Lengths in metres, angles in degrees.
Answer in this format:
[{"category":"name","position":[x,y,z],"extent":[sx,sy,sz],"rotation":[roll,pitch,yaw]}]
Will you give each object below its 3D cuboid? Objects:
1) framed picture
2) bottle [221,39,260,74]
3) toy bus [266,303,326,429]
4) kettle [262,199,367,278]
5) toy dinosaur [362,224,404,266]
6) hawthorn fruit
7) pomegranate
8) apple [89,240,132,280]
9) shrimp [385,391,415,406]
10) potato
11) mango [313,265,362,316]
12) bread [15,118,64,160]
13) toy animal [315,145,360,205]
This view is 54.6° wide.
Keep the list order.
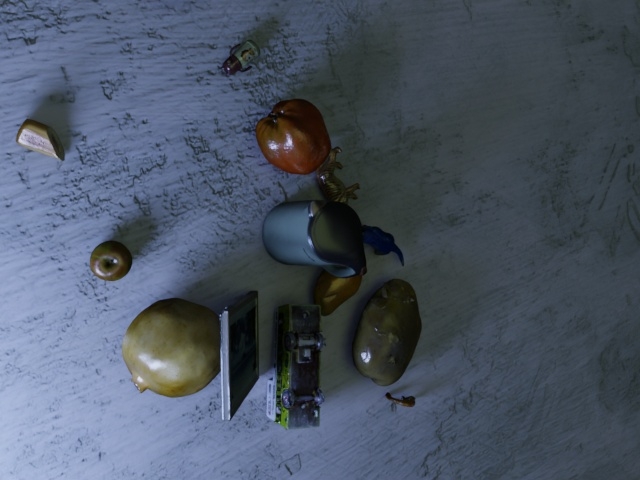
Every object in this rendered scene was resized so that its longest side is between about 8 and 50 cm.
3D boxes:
[{"category":"framed picture","position":[-0.180,0.247,1.417],"extent":[0.024,0.315,0.232],"rotation":[0,94,6]},{"category":"bottle","position":[-0.193,-0.437,1.498],"extent":[0.101,0.047,0.063],"rotation":[-45,103,-18]},{"category":"toy bus","position":[-0.063,0.313,1.564],"extent":[0.113,0.139,0.302],"rotation":[6,82,-30]},{"category":"kettle","position":[0.000,0.000,1.508],"extent":[0.165,0.255,0.240],"rotation":[-48,110,-22]},{"category":"toy dinosaur","position":[0.178,0.012,1.653],"extent":[0.247,0.188,0.075],"rotation":[33,84,-28]},{"category":"hawthorn fruit","position":[-0.062,-0.249,1.513],"extent":[0.189,0.189,0.189],"rotation":[-2,93,-29]},{"category":"pomegranate","position":[-0.318,0.236,1.371],"extent":[0.233,0.233,0.233],"rotation":[-2,93,-29]},{"category":"apple","position":[-0.459,0.045,1.357],"extent":[0.089,0.074,0.090],"rotation":[-2,94,-27]},{"category":"shrimp","position":[0.235,0.454,1.781],"extent":[0.127,0.090,0.025],"rotation":[19,84,-64]},{"category":"potato","position":[0.187,0.250,1.697],"extent":[0.191,0.141,0.297],"rotation":[18,81,-32]},{"category":"mango","position":[0.040,0.117,1.639],"extent":[0.165,0.089,0.115],"rotation":[-37,118,-19]},{"category":"bread","position":[-0.574,-0.212,1.291],"extent":[0.103,0.049,0.062],"rotation":[20,117,-30]},{"category":"toy animal","position":[0.044,-0.146,1.642],"extent":[0.099,0.056,0.241],"rotation":[-34,109,-23]}]
